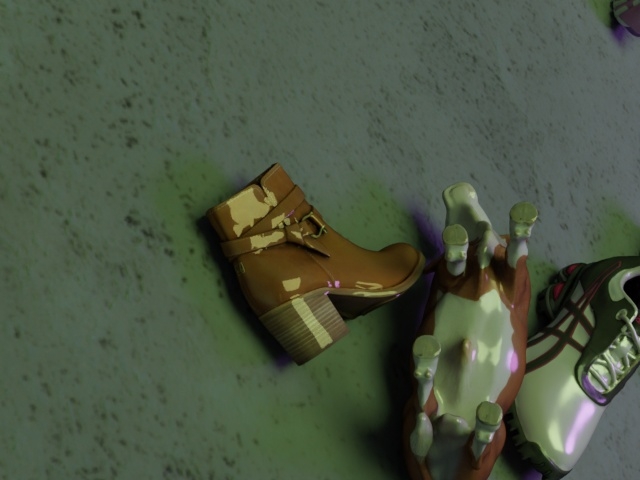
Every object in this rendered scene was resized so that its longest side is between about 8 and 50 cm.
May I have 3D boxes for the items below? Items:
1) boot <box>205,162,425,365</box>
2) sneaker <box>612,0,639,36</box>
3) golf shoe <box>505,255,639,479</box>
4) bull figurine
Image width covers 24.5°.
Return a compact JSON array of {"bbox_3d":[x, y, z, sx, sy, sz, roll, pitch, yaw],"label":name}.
[{"bbox_3d":[0.000,0.000,1.247,0.152,0.073,0.197,57,39,-1],"label":"boot"},{"bbox_3d":[0.442,-0.312,1.840,0.104,0.095,0.236,56,41,-20],"label":"sneaker"},{"bbox_3d":[0.258,0.109,1.416,0.105,0.120,0.273,46,46,-21],"label":"golf shoe"},{"bbox_3d":[0.130,0.071,1.275,0.188,0.101,0.310,82,15,-64],"label":"bull figurine"}]
